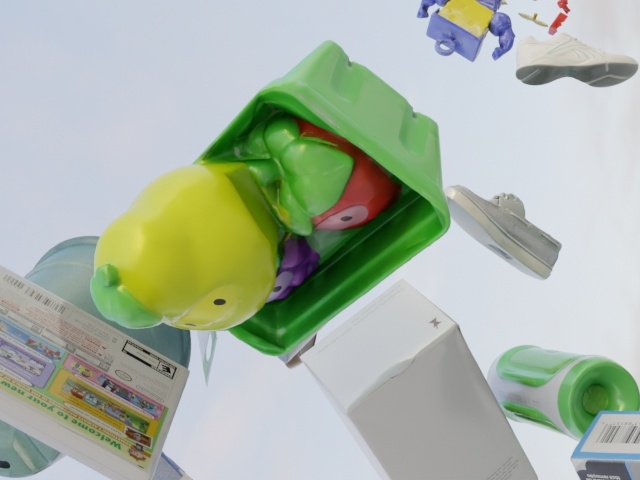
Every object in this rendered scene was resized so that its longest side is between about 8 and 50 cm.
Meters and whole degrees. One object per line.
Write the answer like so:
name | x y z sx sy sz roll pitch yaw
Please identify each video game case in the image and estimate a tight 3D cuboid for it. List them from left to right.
video game case | -0.224 0.113 1.011 0.023 0.212 0.193 -57 8 19

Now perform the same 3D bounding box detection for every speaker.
speaker | 0.348 0.221 1.712 0.296 0.131 0.131 174 99 -76

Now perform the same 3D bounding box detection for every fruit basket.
fruit basket | -0.071 -0.002 1.262 0.283 0.392 0.392 37 -130 -13

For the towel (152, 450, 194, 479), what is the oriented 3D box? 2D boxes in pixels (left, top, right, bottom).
towel | -0.189 0.445 1.604 0.285 0.034 0.209 45 -131 -4

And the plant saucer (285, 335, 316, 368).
plant saucer | -0.035 0.153 2.132 0.168 0.029 0.169 4 -90 -73

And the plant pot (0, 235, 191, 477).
plant pot | -0.438 0.205 1.918 0.334 0.341 0.341 -41 -53 -62

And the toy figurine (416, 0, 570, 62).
toy figurine | 0.255 -0.444 2.138 0.217 0.362 0.191 -54 -10 -18

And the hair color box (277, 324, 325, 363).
hair color box | 0.000 0.000 1.867 0.374 0.185 0.114 -43 -24 -28

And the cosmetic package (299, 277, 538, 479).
cosmetic package | 0.149 0.259 1.667 0.197 0.155 0.366 -36 -54 -8

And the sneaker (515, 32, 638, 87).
sneaker | 0.311 -0.224 1.415 0.054 0.152 0.061 101 171 -60

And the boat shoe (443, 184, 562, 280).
boat shoe | 0.273 -0.029 1.742 0.227 0.079 0.081 36 -100 -24

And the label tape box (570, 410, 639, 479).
label tape box | 0.499 0.375 1.477 0.106 0.240 0.334 -45 -66 -40

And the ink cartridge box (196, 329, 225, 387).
ink cartridge box | -0.183 0.126 2.240 0.189 0.097 0.255 108 156 -51
